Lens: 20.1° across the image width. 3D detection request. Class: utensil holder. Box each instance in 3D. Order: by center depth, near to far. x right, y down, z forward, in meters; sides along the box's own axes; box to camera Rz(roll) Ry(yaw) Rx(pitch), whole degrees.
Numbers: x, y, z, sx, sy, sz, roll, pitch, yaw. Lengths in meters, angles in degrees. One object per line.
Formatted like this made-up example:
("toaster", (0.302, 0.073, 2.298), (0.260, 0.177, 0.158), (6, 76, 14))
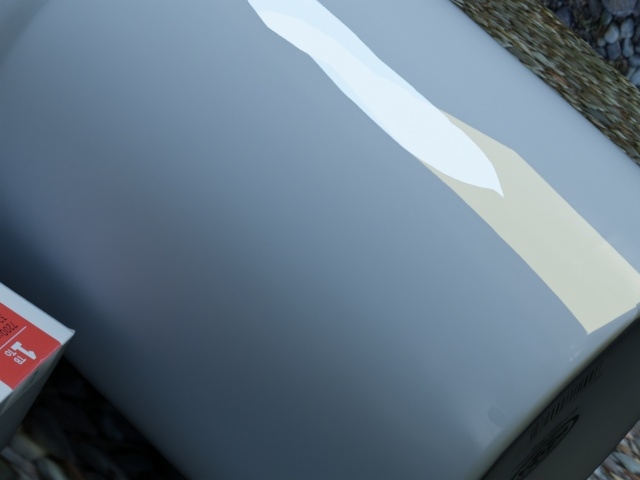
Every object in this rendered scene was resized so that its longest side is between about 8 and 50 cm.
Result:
("utensil holder", (0.000, 0.000, 1.066), (0.385, 0.328, 0.327), (43, 22, 18))

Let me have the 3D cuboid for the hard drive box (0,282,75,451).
("hard drive box", (-0.266, 0.042, 0.894), (0.232, 0.089, 0.181), (34, 21, 1))
